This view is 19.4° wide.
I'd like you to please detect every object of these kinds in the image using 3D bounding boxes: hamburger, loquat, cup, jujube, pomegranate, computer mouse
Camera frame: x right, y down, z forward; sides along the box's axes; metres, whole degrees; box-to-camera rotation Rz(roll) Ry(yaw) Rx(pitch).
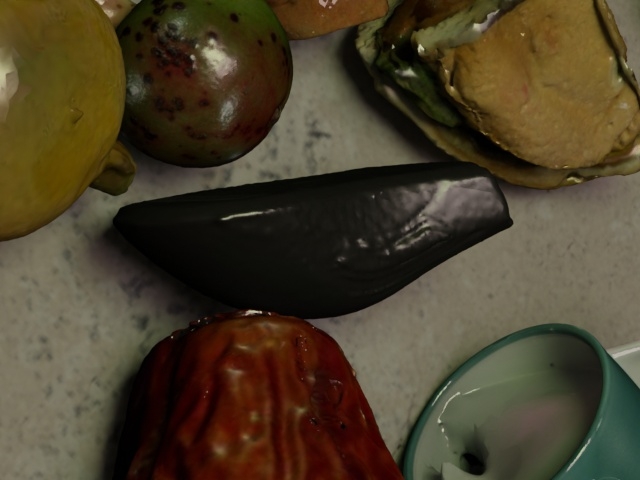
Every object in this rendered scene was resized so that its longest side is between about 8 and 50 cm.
[{"bbox_3d":[0.131,-0.113,1.265,0.155,0.135,0.207,-40,128,5],"label":"hamburger"},{"bbox_3d":[-0.183,-0.079,1.029,0.204,0.149,0.172,30,62,-38],"label":"loquat"},{"bbox_3d":[0.166,0.167,1.207,0.299,0.167,0.173,-45,117,-2],"label":"cup"},{"bbox_3d":[-0.033,0.185,1.055,0.197,0.197,0.290,10,62,-31],"label":"jujube"},{"bbox_3d":[-0.080,-0.100,1.120,0.130,0.130,0.130,6,79,-32],"label":"pomegranate"},{"bbox_3d":[0.000,0.000,1.140,0.264,0.147,0.088,-13,100,-30],"label":"computer mouse"}]

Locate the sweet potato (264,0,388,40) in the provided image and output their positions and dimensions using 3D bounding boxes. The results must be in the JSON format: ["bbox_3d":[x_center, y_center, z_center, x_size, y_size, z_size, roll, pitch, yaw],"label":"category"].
[{"bbox_3d":[-0.065,-0.208,1.162,0.252,0.097,0.097,38,64,-17],"label":"sweet potato"}]
